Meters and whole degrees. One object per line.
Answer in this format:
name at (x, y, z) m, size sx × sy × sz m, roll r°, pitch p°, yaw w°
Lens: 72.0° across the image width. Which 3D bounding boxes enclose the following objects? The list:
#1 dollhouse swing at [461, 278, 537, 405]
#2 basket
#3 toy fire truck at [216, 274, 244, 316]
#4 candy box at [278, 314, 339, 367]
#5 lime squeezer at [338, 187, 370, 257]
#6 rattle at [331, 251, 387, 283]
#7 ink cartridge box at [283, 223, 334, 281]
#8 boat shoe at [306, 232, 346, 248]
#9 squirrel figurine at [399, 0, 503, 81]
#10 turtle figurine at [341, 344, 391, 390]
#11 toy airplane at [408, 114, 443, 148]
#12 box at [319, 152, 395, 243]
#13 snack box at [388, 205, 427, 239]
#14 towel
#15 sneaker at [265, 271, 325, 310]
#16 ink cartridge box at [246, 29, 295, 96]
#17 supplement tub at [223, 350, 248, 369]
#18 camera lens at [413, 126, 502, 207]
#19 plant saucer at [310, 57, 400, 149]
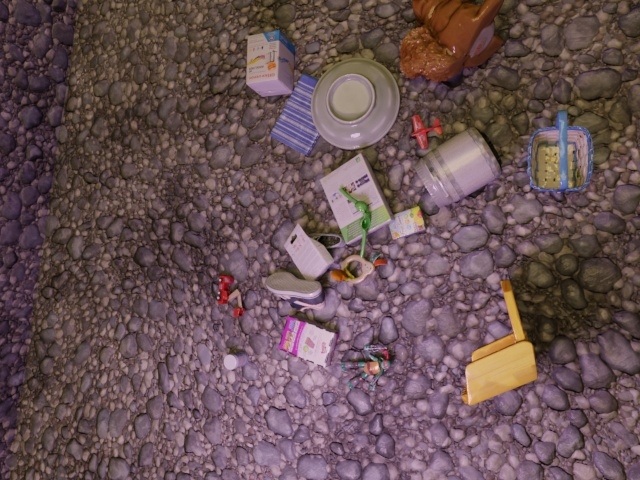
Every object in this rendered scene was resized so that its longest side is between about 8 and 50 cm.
dollhouse swing at (0.577, 0.334, 1.521) m, size 0.315 × 0.347 × 0.304 m, roll -30°, pitch 75°, yaw 18°
basket at (0.819, -0.287, 1.507) m, size 0.201 × 0.289 × 0.254 m, roll 1°, pitch 89°, yaw 28°
toy fire truck at (-0.427, 0.263, 2.110) m, size 0.135 × 0.047 × 0.191 m, roll 3°, pitch 86°, yaw 22°
candy box at (-0.051, 0.436, 1.925) m, size 0.234 × 0.071 × 0.159 m, roll 17°, pitch 91°, yaw 24°
lime squeezer at (0.156, -0.091, 1.815) m, size 0.110 × 0.059 × 0.310 m, roll -22°, pitch 79°, yaw 30°
rattle at (0.162, 0.104, 1.834) m, size 0.200 × 0.143 × 0.130 m, roll -14°, pitch 61°, yaw 27°
ink cartridge box at (-0.055, 0.056, 1.927) m, size 0.224 × 0.056 × 0.181 m, roll 56°, pitch 138°, yaw 18°
boat shoe at (0.001, 0.001, 1.936) m, size 0.228 × 0.081 × 0.079 m, roll -4°, pitch 84°, yaw 22°
squirrel figurine at (0.461, -0.826, 1.725) m, size 0.397 × 0.281 × 0.370 m, roll -45°, pitch 64°, yaw 10°
turtle figurine at (0.203, 0.520, 1.788) m, size 0.234 × 0.118 × 0.175 m, roll -29°, pitch 60°, yaw 34°
toy airplane at (0.437, -0.458, 1.824) m, size 0.151 × 0.028 × 0.151 m, roll -1°, pitch 86°, yaw 22°
box at (0.152, -0.176, 1.885) m, size 0.232 × 0.058 × 0.321 m, roll -29°, pitch 73°, yaw 28°
snack box at (0.356, -0.071, 1.818) m, size 0.141 × 0.037 × 0.100 m, roll -18°, pitch 77°, yaw 22°
towel at (-0.072, -0.589, 2.044) m, size 0.243 × 0.040 × 0.335 m, roll 33°, pitch 98°, yaw 23°
sneaker at (-0.112, 0.232, 1.936) m, size 0.321 × 0.127 × 0.126 m, roll 12°, pitch 45°, yaw 43°
ink cartridge box at (-0.232, -0.819, 2.060) m, size 0.171 × 0.168 × 0.232 m, roll 0°, pitch 86°, yaw 22°
supplement tub at (-0.388, 0.553, 2.035) m, size 0.071 × 0.107 × 0.070 m, roll -2°, pitch 84°, yaw 22°
camera lens at (0.522, -0.277, 1.668) m, size 0.274 × 0.219 × 0.219 m, roll -31°, pitch 74°, yaw 17°
plant saucer at (0.137, -0.598, 1.896) m, size 0.401 × 0.100 × 0.400 m, roll 0°, pitch 92°, yaw 17°
